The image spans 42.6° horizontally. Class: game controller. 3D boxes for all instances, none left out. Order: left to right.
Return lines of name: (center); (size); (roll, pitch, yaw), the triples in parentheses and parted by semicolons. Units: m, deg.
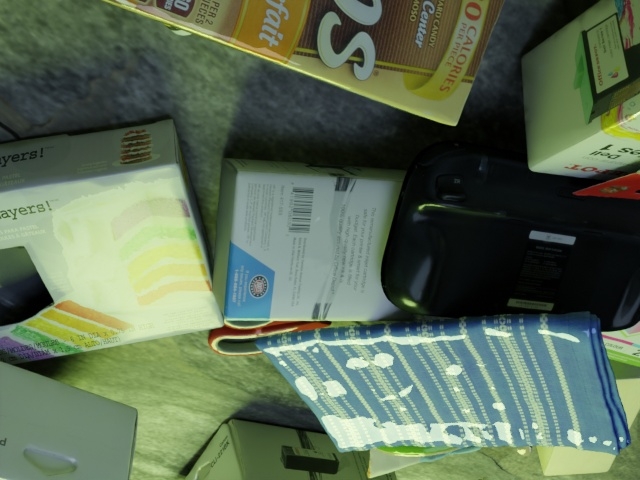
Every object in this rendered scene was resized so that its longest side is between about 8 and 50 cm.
game controller: (0.210, 0.006, 0.792); (0.319, 0.067, 0.167); (8, 114, -24)

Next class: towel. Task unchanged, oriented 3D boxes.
towel: (0.130, 0.157, 0.842); (0.335, 0.040, 0.243); (-7, 139, 23)

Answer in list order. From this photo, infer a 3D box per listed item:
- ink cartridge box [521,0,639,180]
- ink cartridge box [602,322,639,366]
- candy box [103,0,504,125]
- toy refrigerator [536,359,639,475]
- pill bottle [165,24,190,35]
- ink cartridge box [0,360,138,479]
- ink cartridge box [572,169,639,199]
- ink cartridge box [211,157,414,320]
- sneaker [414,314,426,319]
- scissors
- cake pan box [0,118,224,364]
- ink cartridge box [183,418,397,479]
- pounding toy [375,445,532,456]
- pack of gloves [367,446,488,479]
ink cartridge box: (0.318, -0.134, 0.642); (0.201, 0.117, 0.278); (5, 167, -19)
ink cartridge box: (0.387, 0.022, 0.943); (0.188, 0.097, 0.255); (16, 131, -29)
candy box: (-0.022, -0.209, 0.527); (0.316, 0.087, 0.183); (15, 102, -28)
toy refrigerator: (0.383, 0.234, 1.184); (0.102, 0.094, 0.270); (-4, 138, 0)
pill bottle: (-0.120, -0.205, 0.577); (0.065, 0.065, 0.116); (-32, 135, 20)
ink cartridge box: (-0.369, 0.240, 0.914); (0.283, 0.117, 0.207); (-23, 140, 36)
ink cartridge box: (0.361, -0.039, 0.677); (0.189, 0.066, 0.232); (3, 163, -25)
ink cartridge box: (0.000, 0.000, 0.783); (0.190, 0.082, 0.140); (2, 104, -19)
sneaker: (0.131, 0.021, 0.907); (0.166, 0.065, 0.076); (-39, 110, 16)
scissors: (0.014, 0.090, 0.980); (0.297, 0.021, 0.109); (-5, 136, -11)
cake pan box: (-0.242, 0.013, 0.786); (0.266, 0.070, 0.246); (-9, 137, -4)
ink cartridge box: (-0.049, 0.379, 1.192); (0.272, 0.114, 0.197); (17, 121, -29)
pounding toy: (0.151, 0.174, 1.022); (0.236, 0.183, 0.110); (-6, 106, 25)
pack of gloves: (0.146, 0.335, 1.173); (0.232, 0.195, 0.046); (2, 177, -37)
